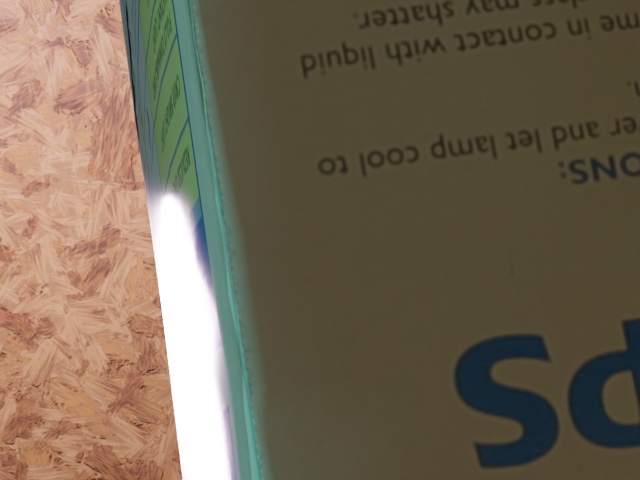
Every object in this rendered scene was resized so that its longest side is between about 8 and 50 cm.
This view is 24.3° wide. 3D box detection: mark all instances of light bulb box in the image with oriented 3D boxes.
[{"bbox_3d":[0.045,-0.070,0.532,0.358,0.225,0.361,115,146,-75],"label":"light bulb box"}]
